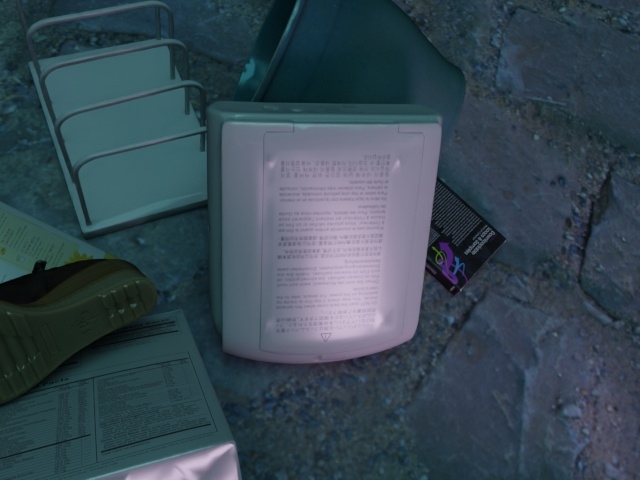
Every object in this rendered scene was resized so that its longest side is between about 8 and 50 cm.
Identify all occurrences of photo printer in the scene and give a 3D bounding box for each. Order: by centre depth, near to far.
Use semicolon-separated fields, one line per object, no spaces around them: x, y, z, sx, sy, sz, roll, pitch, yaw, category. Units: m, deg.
0.000;0.000;0.742;0.256;0.308;0.107;-2;23;-11;photo printer

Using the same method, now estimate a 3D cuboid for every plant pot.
0.038;-0.199;0.855;0.255;0.271;0.272;23;61;-17;plant pot

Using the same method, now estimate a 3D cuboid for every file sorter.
-0.251;-0.182;0.820;0.192;0.173;0.278;-18;70;-19;file sorter

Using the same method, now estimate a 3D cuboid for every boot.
-0.289;0.076;0.593;0.248;0.207;0.090;-17;100;-36;boot

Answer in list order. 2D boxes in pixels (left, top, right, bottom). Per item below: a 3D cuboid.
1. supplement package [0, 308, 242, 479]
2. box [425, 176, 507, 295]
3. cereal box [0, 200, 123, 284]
-0.182;0.212;0.561;0.198;0.262;0.199;-11;108;-17;supplement package
0.167;-0.016;0.914;0.162;0.029;0.116;43;65;11;box
-0.353;0.053;0.712;0.240;0.047;0.173;30;60;-21;cereal box
